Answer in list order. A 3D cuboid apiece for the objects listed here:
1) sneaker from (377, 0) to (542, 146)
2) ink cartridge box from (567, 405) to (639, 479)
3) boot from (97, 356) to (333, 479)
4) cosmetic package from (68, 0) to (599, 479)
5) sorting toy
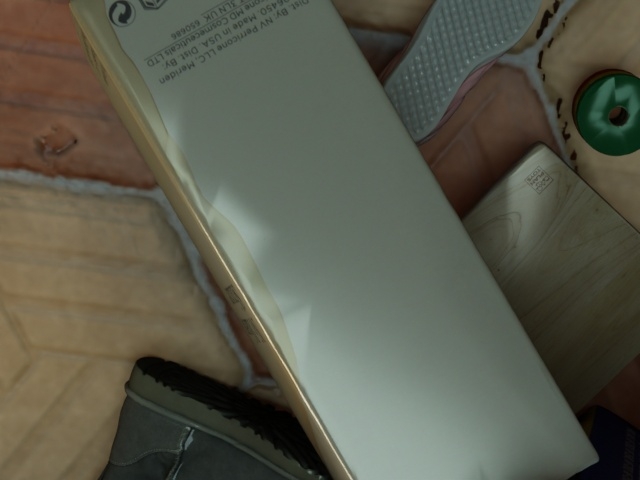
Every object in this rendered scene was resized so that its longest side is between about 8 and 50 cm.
[{"bbox_3d":[0.068,-0.101,0.795,0.051,0.070,0.134,40,73,-2],"label":"sneaker"},{"bbox_3d":[0.106,0.171,0.740,0.307,0.303,0.072,-45,82,10],"label":"ink cartridge box"},{"bbox_3d":[-0.076,0.196,0.855,0.189,0.076,0.209,25,99,18],"label":"boot"},{"bbox_3d":[0.000,0.000,0.718,0.113,0.160,0.309,-30,89,-7],"label":"cosmetic package"},{"bbox_3d":[0.120,0.034,0.831,0.132,0.046,0.274,41,102,-11],"label":"sorting toy"}]
